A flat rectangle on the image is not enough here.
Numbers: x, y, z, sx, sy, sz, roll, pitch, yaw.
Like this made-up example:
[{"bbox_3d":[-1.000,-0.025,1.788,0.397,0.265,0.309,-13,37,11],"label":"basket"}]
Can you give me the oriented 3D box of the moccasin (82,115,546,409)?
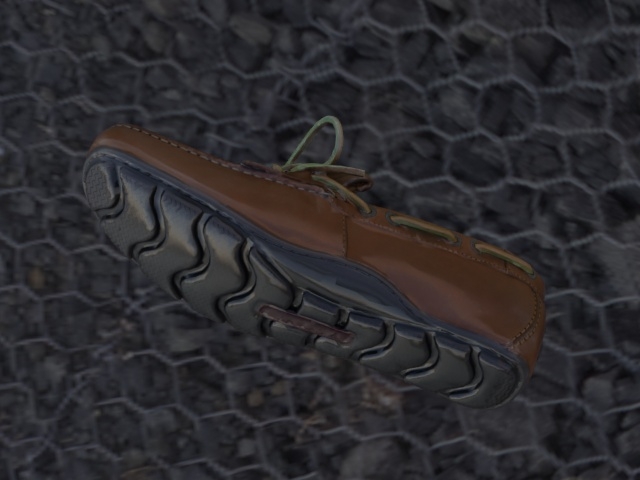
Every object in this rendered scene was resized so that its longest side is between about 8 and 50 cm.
[{"bbox_3d":[0.001,-0.002,1.200,0.380,0.139,0.147,18,51,-2],"label":"moccasin"}]
